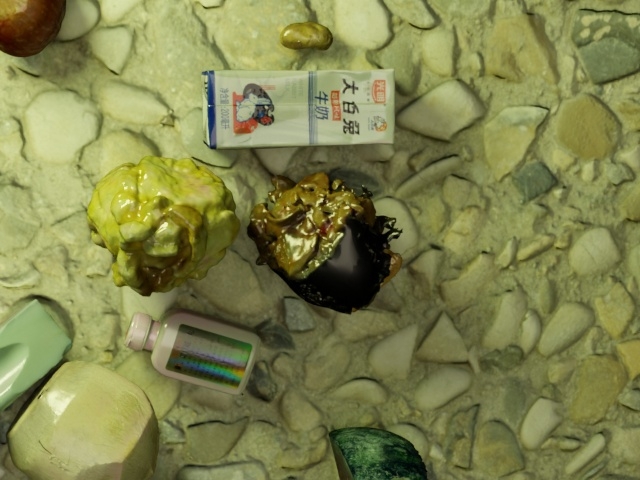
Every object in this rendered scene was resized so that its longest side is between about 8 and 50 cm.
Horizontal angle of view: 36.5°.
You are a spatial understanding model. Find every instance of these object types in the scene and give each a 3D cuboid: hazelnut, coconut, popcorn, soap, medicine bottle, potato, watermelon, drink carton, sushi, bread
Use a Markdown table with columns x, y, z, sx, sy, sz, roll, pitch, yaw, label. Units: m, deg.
| x | y | z | sx | sy | sz | roll | pitch | yaw | label |
| --- | --- | --- | --- | --- | --- | --- | --- | --- | --- |
| -0.456 | -0.361 | 1.490 | 0.143 | 0.143 | 0.154 | 26 | 77 | -14 | hazelnut |
| -0.370 | 0.317 | 1.565 | 0.230 | 0.227 | 0.227 | 39 | 90 | -13 | coconut |
| -0.253 | -0.019 | 1.529 | 0.259 | 0.259 | 0.212 | 12 | 128 | -12 | popcorn |
| -0.553 | 0.238 | 1.532 | 0.324 | 0.193 | 0.109 | -43 | 101 | -30 | soap |
| -0.219 | 0.180 | 1.644 | 0.219 | 0.078 | 0.115 | 18 | 97 | -13 | medicine bottle |
| -0.023 | -0.341 | 1.616 | 0.092 | 0.045 | 0.046 | 0 | 62 | -8 | potato |
| 0.121 | 0.464 | 1.685 | 0.148 | 0.318 | 0.226 | -10 | 141 | -13 | watermelon |
| -0.035 | -0.219 | 1.602 | 0.315 | 0.106 | 0.130 | -2 | 101 | -11 | drink carton |
| 0.003 | -0.006 | 1.610 | 0.204 | 0.213 | 0.200 | 36 | 68 | -27 | sushi |
| 0.087 | 0.066 | 1.689 | 0.053 | 0.074 | 0.132 | 42 | 88 | -3 | bread |
